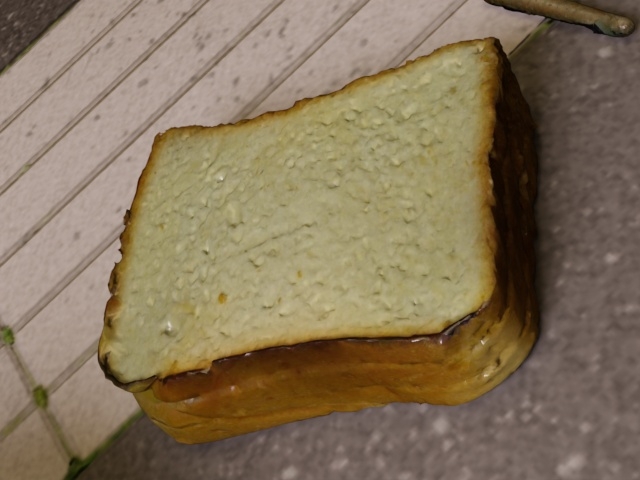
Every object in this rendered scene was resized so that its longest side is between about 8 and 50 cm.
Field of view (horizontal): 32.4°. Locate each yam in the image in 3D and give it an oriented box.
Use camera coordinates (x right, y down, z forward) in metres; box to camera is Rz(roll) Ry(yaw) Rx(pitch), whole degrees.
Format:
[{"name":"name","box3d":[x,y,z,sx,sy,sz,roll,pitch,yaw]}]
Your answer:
[{"name":"yam","box3d":[0.125,-0.125,0.593,0.014,0.014,0.107,-50,44,-9]}]

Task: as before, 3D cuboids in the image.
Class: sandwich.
[{"name":"sandwich","box3d":[0.000,0.000,0.545,0.214,0.065,0.186,-15,50,25]}]
